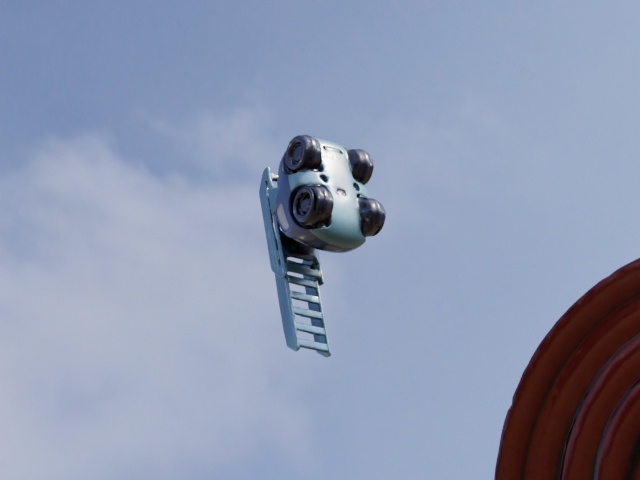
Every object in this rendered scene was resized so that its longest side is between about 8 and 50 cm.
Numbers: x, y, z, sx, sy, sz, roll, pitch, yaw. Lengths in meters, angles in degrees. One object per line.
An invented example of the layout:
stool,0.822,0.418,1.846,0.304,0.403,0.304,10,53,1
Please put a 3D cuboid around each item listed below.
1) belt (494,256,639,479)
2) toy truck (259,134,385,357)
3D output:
belt,0.206,0.139,0.493,0.227,0.324,0.115,-49,-20,20
toy truck,0.000,0.000,0.937,0.063,0.136,0.074,15,-39,-34
